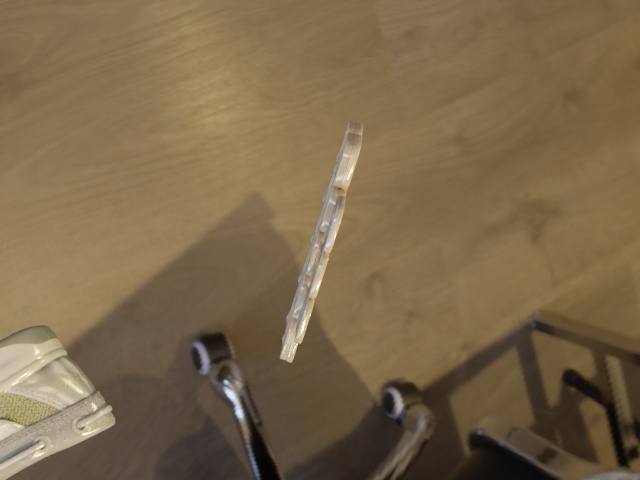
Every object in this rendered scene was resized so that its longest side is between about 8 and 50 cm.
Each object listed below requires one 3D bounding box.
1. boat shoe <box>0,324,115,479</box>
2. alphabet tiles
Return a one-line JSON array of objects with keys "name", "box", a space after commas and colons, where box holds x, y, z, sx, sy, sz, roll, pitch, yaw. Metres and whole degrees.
[{"name": "boat shoe", "box": [-0.302, 0.198, 0.804, 0.320, 0.118, 0.103, -41, 85, -6]}, {"name": "alphabet tiles", "box": [0.000, 0.000, 1.305, 0.021, 0.278, 0.284, 17, 109, -2]}]
